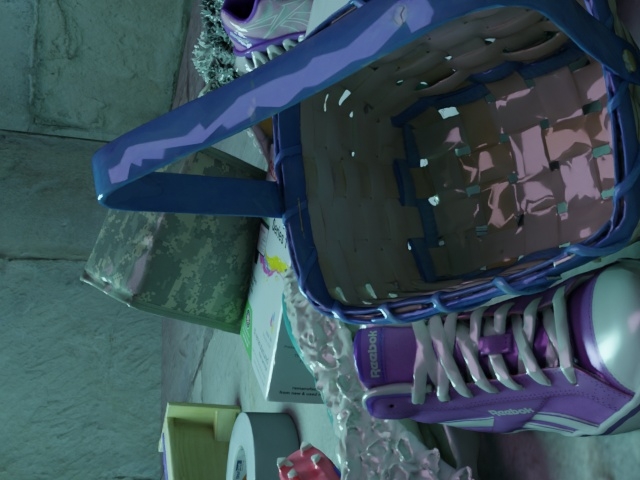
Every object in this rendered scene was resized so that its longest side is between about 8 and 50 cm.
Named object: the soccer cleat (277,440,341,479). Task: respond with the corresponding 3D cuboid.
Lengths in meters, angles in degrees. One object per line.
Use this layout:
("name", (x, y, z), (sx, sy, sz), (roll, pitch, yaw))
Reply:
("soccer cleat", (0.021, 0.321, 1.031), (0.095, 0.083, 0.248), (62, 169, -25))

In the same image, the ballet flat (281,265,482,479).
("ballet flat", (0.070, 0.131, 0.850), (0.409, 0.147, 0.147), (-111, 30, -52))

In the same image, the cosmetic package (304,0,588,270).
("cosmetic package", (0.100, -0.204, 0.745), (0.284, 0.098, 0.377), (-121, 38, -47))

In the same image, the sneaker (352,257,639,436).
("sneaker", (0.111, 0.081, 0.602), (0.282, 0.161, 0.102), (130, 144, -62))

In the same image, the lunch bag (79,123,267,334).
("lunch bag", (-0.146, -0.001, 1.260), (0.169, 0.287, 0.235), (19, 87, 46))

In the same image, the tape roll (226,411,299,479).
("tape roll", (-0.091, 0.374, 1.386), (0.219, 0.072, 0.219), (-174, 90, -74))

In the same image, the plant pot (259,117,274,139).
("plant pot", (-0.006, -0.177, 1.192), (0.095, 0.134, 0.134), (36, 122, 49))

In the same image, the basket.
("basket", (0.053, -0.057, 0.510), (0.255, 0.289, 0.201), (-18, 80, 35))

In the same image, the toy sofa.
("toy sofa", (-0.207, 0.463, 1.625), (0.362, 0.150, 0.177), (-116, 36, -61))

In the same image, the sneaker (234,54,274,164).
("sneaker", (-0.066, -0.173, 1.334), (0.110, 0.118, 0.292), (-104, 9, -48))

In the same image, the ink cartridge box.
("ink cartridge box", (-0.012, 0.034, 1.127), (0.201, 0.117, 0.278), (-127, 45, -67))

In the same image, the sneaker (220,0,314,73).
("sneaker", (-0.030, -0.300, 1.134), (0.104, 0.236, 0.095), (55, -151, -31))

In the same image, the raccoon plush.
("raccoon plush", (-0.101, -0.311, 1.435), (0.446, 0.216, 0.299), (-117, 27, -62))
